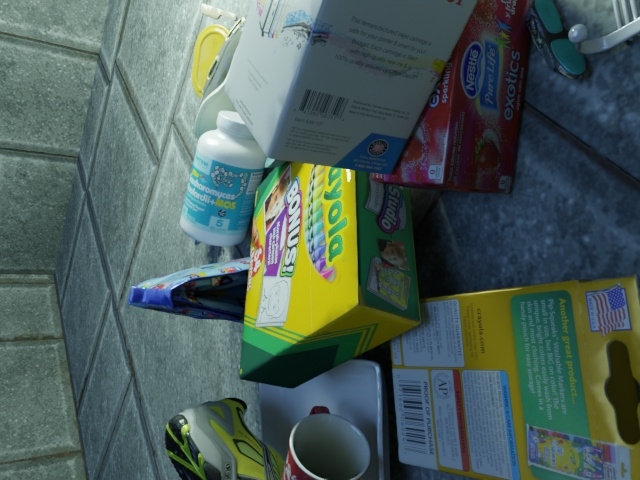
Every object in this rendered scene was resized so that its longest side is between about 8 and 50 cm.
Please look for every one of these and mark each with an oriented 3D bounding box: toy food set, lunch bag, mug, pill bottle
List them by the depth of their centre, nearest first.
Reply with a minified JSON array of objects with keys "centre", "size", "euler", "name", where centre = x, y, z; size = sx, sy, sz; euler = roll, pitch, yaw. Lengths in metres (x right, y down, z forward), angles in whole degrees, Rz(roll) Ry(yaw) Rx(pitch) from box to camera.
[{"centre":[0.001,0.340,0.801],"size":[0.113,0.150,0.169],"euler":[24,121,13],"name":"mug"},{"centre":[-0.200,0.092,1.017],"size":[0.221,0.293,0.138],"euler":[-4,84,55],"name":"lunch bag"},{"centre":[-0.199,-0.131,1.161],"size":[0.146,0.146,0.263],"euler":[42,121,48],"name":"pill bottle"},{"centre":[-0.231,-0.435,1.312],"size":[0.128,0.071,0.217],"euler":[21,108,29],"name":"toy food set"}]

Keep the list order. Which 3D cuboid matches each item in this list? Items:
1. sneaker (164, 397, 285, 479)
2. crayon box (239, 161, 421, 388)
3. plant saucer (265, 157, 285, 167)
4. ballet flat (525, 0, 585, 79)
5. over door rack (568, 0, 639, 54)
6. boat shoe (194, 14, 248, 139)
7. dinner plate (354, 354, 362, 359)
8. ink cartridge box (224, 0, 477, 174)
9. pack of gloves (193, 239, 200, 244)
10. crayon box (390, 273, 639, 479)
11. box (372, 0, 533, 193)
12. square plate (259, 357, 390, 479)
[{"centre":[-0.098,0.429,0.906],"size":[0.145,0.147,0.384],"euler":[-41,77,45],"name":"sneaker"},{"centre":[0.000,0.000,0.827],"size":[0.313,0.106,0.362],"euler":[-41,39,47],"name":"crayon box"},{"centre":[-0.050,-0.164,0.899],"size":[0.119,0.021,0.119],"euler":[-51,19,25],"name":"plant saucer"},{"centre":[0.259,-0.217,0.615],"size":[0.041,0.041,0.114],"euler":[-39,56,47],"name":"ballet flat"},{"centre":[0.335,-0.334,0.448],"size":[0.324,0.108,0.239],"euler":[-16,75,53],"name":"over door rack"},{"centre":[-0.195,-0.349,1.212],"size":[0.305,0.109,0.091],"euler":[-51,47,32],"name":"boat shoe"},{"centre":[0.021,0.198,0.936],"size":[0.141,0.017,0.141],"euler":[-3,87,56],"name":"dinner plate"},{"centre":[0.024,-0.221,0.612],"size":[0.168,0.171,0.232],"euler":[57,133,43],"name":"ink cartridge box"},{"centre":[-0.272,-0.114,1.375],"size":[0.232,0.046,0.195],"euler":[-62,30,26],"name":"pack of gloves"},{"centre":[0.215,0.155,0.602],"size":[0.323,0.083,0.202],"euler":[-17,73,54],"name":"crayon box"},{"centre":[0.159,-0.189,0.673],"size":[0.128,0.123,0.256],"euler":[12,98,56],"name":"box"},{"centre":[0.005,0.349,0.902],"size":[0.347,0.049,0.343],"euler":[-7,86,55],"name":"square plate"}]
